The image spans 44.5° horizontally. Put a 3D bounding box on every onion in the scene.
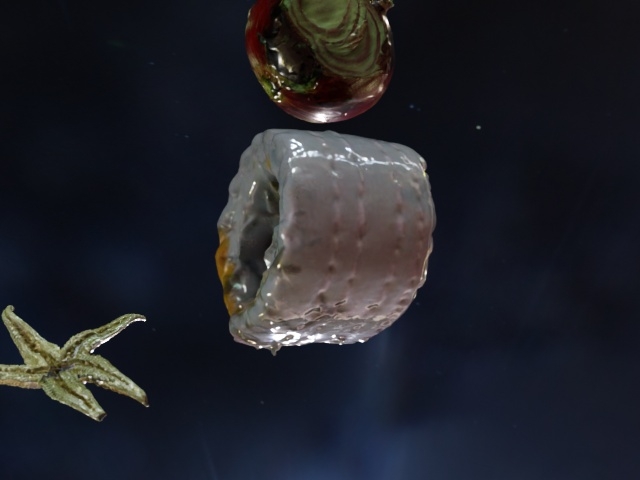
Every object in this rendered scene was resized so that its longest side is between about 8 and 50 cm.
[{"bbox_3d":[-0.001,-0.145,0.590,0.119,0.119,0.117,-30,-83,-28],"label":"onion"}]

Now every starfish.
[{"bbox_3d":[-0.269,0.127,0.828,0.217,0.223,0.050,-30,-40,-38],"label":"starfish"}]

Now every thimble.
[{"bbox_3d":[0.001,0.000,0.535,0.118,0.127,0.151,4,-37,-26],"label":"thimble"}]
